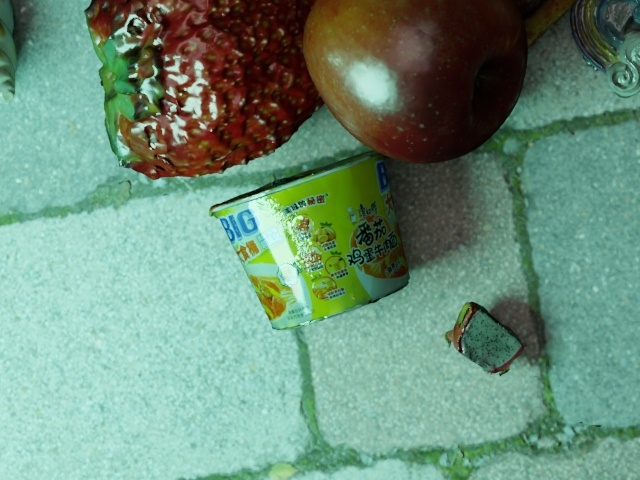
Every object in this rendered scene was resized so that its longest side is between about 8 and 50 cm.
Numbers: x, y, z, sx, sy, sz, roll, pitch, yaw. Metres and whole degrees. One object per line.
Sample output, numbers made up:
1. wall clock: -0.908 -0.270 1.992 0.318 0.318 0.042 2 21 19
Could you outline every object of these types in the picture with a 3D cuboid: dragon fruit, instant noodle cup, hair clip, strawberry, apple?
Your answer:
1. dragon fruit: 0.171 0.104 1.804 0.083 0.060 0.056 34 96 -18
2. instant noodle cup: 0.000 0.000 1.790 0.205 0.205 0.153 -18 96 13
3. hair clip: 0.326 -0.246 1.782 0.116 0.049 0.172 35 106 25
4. strawberry: -0.099 -0.198 1.792 0.288 0.250 0.239 -13 79 -12
5. apple: 0.098 -0.190 1.691 0.201 0.218 0.218 32 98 38

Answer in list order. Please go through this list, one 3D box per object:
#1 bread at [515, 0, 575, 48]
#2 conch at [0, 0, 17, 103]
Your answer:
1. bread: 0.208 -0.269 1.790 0.139 0.095 0.269 40 115 21
2. conch: -0.431 -0.230 1.910 0.275 0.148 0.183 34 102 14
